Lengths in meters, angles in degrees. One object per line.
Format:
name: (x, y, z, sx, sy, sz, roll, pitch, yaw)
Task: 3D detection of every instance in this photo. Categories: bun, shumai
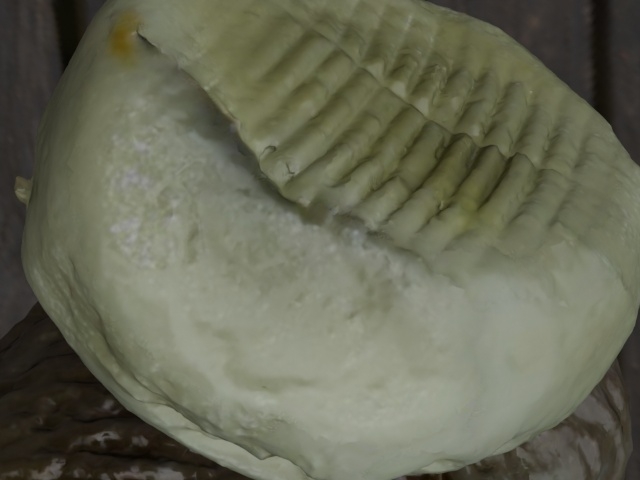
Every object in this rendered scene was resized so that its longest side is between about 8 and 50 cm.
bun: (0.000, 0.000, 0.710, 0.229, 0.229, 0.145, 9, 125, -28)
shumai: (-0.022, 0.154, 0.966, 0.346, 0.217, 0.283, -7, 131, 2)
